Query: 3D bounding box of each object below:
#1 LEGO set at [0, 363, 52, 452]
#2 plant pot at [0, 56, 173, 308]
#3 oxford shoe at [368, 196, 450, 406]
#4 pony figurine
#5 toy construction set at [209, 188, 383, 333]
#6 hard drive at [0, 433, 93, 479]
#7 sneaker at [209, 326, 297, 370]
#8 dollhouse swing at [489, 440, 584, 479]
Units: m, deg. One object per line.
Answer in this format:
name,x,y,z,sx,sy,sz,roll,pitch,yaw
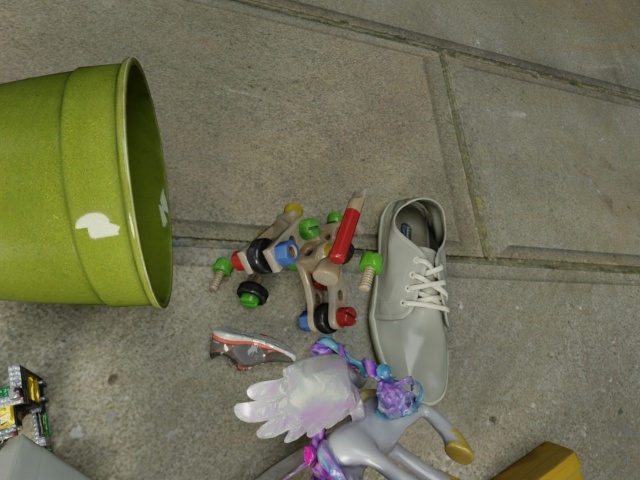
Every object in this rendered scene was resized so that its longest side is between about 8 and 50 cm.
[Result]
LEGO set,-0.472,0.283,0.544,0.332,0.192,0.254,-2,69,-22
plant pot,-0.421,-0.063,0.652,0.354,0.366,0.365,-6,70,-12
oxford shoe,0.195,0.100,0.931,0.169,0.130,0.448,11,66,-19
pony figurine,0.044,0.312,0.696,0.364,0.302,0.351,39,32,27
toy construction set,0.000,0.000,0.811,0.258,0.309,0.237,32,55,-16
hard drive,-0.250,0.379,0.519,0.040,0.203,0.307,-37,119,-5
sneaker,-0.122,0.201,0.812,0.158,0.061,0.064,18,89,-13
dollhouse swing,0.484,0.557,0.747,0.316,0.305,0.346,-16,74,-27
